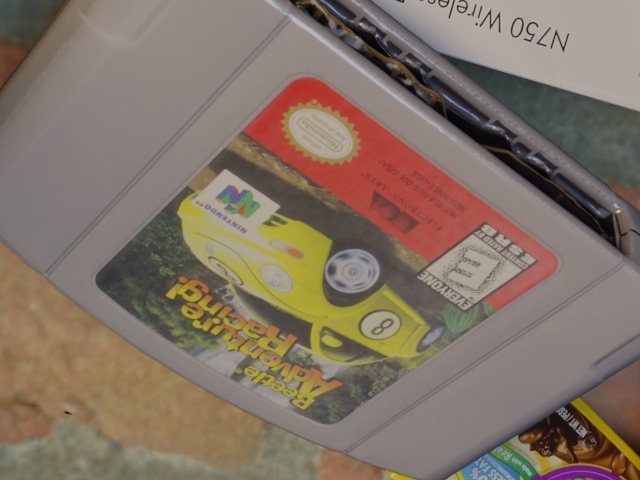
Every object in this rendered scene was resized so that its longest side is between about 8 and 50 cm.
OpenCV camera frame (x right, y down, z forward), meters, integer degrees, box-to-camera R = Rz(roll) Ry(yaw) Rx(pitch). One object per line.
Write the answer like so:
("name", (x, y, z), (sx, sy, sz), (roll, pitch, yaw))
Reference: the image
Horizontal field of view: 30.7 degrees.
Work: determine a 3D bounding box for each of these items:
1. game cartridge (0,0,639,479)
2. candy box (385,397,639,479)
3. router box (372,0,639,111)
("game cartridge", (0.000, 0.000, 0.512), (0.294, 0.060, 0.196), (33, 131, -21))
("candy box", (0.135, 0.149, 0.673), (0.105, 0.027, 0.206), (-46, 115, 1))
("router box", (0.147, -0.216, 0.530), (0.335, 0.082, 0.301), (11, 103, -22))
